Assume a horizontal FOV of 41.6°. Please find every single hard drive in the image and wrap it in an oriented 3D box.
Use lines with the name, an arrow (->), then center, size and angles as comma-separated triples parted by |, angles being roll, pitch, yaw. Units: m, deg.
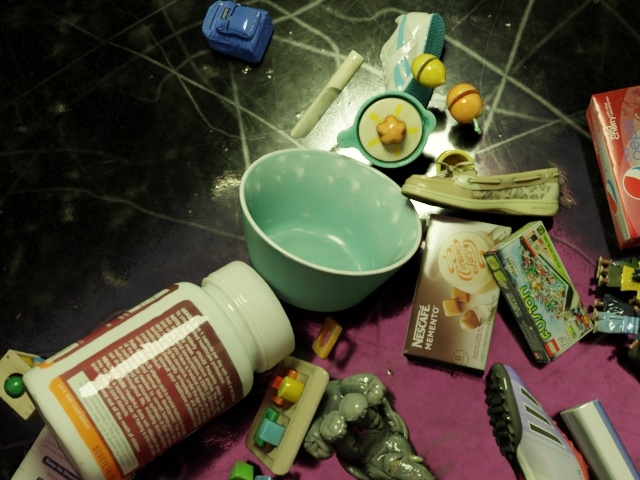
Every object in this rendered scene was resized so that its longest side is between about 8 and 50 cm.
hard drive -> 0.467, 0.397, 1.270 | 0.040, 0.210, 0.318 | -26, 74, 3

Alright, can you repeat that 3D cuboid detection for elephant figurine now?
elephant figurine -> 0.088, 0.340, 1.382 | 0.169, 0.186, 0.239 | -34, 113, 29

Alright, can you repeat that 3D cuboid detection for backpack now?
backpack -> -0.165, -0.414, 1.623 | 0.120, 0.101, 0.098 | 18, 73, 16

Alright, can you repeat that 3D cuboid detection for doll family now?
doll family -> 0.513, 0.098, 1.389 | 0.111, 0.076, 0.193 | 10, 65, 13

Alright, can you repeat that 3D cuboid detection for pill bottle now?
pill bottle -> -0.251, 0.208, 1.362 | 0.392, 0.224, 0.224 | -31, 73, -23

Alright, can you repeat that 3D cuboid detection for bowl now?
bowl -> 0.000, 0.000, 1.427 | 0.312, 0.163, 0.311 | 11, 41, -10

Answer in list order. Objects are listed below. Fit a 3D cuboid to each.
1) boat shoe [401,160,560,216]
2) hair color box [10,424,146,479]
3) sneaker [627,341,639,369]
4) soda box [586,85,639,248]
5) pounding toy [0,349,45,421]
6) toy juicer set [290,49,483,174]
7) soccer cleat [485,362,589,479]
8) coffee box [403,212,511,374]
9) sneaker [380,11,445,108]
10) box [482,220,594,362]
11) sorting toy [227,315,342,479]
boat shoe -> 0.275, -0.093, 1.440 | 0.285, 0.104, 0.089 | 5, 93, -18
hair color box -> -0.445, 0.453, 1.451 | 0.174, 0.105, 0.347 | 29, 82, 13
sneaker -> 0.577, 0.296, 1.335 | 0.281, 0.106, 0.162 | 39, 88, 15
soda box -> 0.532, -0.125, 1.448 | 0.084, 0.092, 0.263 | -12, 75, 7
pounding toy -> -0.502, 0.252, 1.490 | 0.130, 0.141, 0.100 | 37, 84, 15
toy juicer set -> 0.132, -0.229, 1.463 | 0.329, 0.089, 0.209 | 16, 103, -5
soccer cleat -> 0.363, 0.344, 1.363 | 0.117, 0.108, 0.318 | -17, 76, -9
coffee box -> 0.234, 0.093, 1.438 | 0.141, 0.098, 0.246 | 12, 78, 11
sneaker -> 0.156, -0.312, 1.564 | 0.092, 0.087, 0.228 | 15, 83, 36
box -> 0.362, 0.085, 1.393 | 0.114, 0.036, 0.207 | -32, 98, -24
sorting toy -> -0.069, 0.279, 1.400 | 0.047, 0.196, 0.347 | 28, 80, -18
